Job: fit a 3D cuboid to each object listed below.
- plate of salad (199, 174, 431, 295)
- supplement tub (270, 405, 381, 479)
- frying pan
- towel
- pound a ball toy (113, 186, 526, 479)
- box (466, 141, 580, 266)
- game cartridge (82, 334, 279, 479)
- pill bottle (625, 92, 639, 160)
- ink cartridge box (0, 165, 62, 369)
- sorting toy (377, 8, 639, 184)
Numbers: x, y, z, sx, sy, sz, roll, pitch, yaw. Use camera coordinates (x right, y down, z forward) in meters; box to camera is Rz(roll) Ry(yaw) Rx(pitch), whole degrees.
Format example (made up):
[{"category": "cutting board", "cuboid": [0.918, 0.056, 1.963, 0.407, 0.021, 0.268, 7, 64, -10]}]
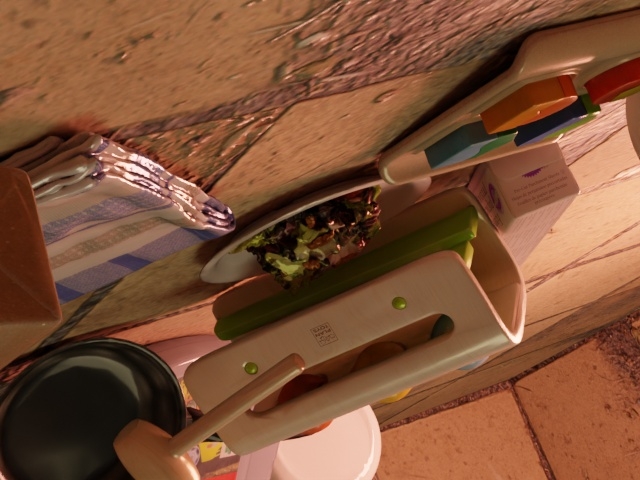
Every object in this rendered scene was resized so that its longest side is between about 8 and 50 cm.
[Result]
[{"category": "plate of salad", "cuboid": [0.000, 0.000, 1.255, 0.200, 0.048, 0.200, -22, 169, -4]}, {"category": "supplement tub", "cuboid": [-0.047, 0.312, 2.269, 0.191, 0.191, 0.272, -17, 167, -28]}, {"category": "frying pan", "cuboid": [-0.157, 0.148, 1.416, 0.326, 0.197, 0.053, -25, -150, -24]}, {"category": "towel", "cuboid": [-0.178, 0.007, 0.966, 0.209, 0.034, 0.285, -24, 169, 9]}, {"category": "pound a ball toy", "cuboid": [0.008, 0.110, 1.325, 0.319, 0.136, 0.208, -26, -159, 22]}, {"category": "box", "cuboid": [0.168, -0.020, 1.458, 0.067, 0.063, 0.324, -23, 169, -6]}, {"category": "game cartridge", "cuboid": [-0.135, 0.192, 1.564, 0.060, 0.196, 0.294, 16, -168, 35]}, {"category": "pill bottle", "cuboid": [0.361, -0.116, 1.239, 0.221, 0.124, 0.124, -19, 168, -24]}, {"category": "ink cartridge box", "cuboid": [-0.268, 0.041, 0.722, 0.234, 0.088, 0.193, -1, 155, -42]}, {"category": "sorting toy", "cuboid": [0.165, -0.100, 1.139, 0.193, 0.038, 0.208, -16, 167, -33]}]
